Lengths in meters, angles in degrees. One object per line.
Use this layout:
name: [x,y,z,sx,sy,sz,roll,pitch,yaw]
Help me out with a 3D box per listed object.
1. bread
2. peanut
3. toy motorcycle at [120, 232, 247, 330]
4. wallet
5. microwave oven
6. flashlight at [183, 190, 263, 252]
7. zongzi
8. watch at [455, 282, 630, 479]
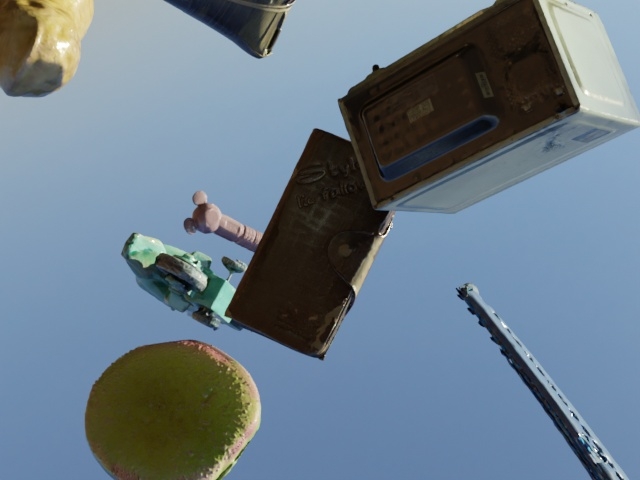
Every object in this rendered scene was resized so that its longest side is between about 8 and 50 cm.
bread: [-0.187,0.217,1.306,0.228,0.033,0.229,2,-131,-2]
peanut: [-0.244,-0.189,0.869,0.108,0.095,0.226,-55,-156,24]
toy motorcycle: [-0.206,0.060,1.581,0.198,0.296,0.109,24,-102,18]
wallet: [0.000,0.000,1.074,0.121,0.031,0.232,23,-102,12]
microwave oven: [0.143,-0.119,0.891,0.205,0.129,0.163,-26,163,32]
flashlight: [-0.105,-0.013,1.156,0.031,0.110,0.052,-9,-121,54]
zongzi: [-0.094,-0.316,1.126,0.184,0.187,0.084,-51,-149,26]
watch: [0.174,0.209,0.764,0.274,0.276,0.068,29,-160,29]
